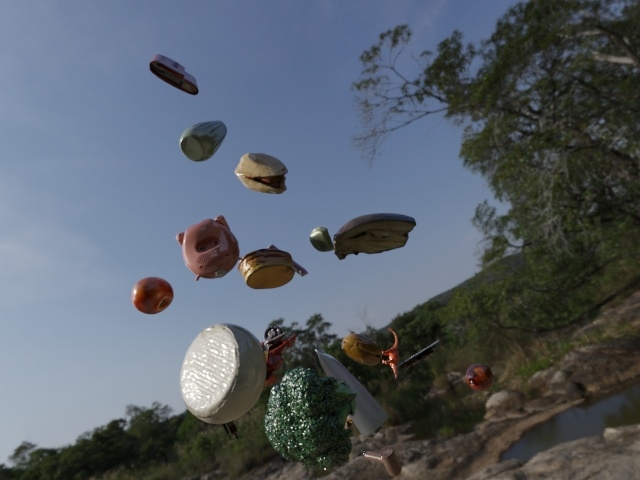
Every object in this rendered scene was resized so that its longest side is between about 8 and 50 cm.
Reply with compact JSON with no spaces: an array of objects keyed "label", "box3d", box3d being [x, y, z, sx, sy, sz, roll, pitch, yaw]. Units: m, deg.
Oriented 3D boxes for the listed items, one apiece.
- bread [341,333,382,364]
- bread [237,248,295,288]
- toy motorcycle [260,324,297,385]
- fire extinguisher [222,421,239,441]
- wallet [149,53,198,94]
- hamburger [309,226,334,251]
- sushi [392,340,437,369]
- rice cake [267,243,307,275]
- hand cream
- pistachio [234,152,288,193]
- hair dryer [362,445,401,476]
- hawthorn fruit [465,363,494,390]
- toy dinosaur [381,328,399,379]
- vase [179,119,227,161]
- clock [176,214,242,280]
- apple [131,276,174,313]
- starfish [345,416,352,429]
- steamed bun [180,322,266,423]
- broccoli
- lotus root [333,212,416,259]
[{"label":"bread","box3d":[0.183,0.473,1.837,0.077,0.190,0.114,103,-168,-63]},{"label":"bread","box3d":[-0.251,0.132,2.002,0.270,0.142,0.195,-2,-42,-30]},{"label":"toy motorcycle","box3d":[-0.225,0.518,1.842,0.298,0.171,0.089,-62,-32,-20]},{"label":"fire extinguisher","box3d":[-0.375,0.731,1.703,0.035,0.173,0.049,-36,-16,15]},{"label":"wallet","box3d":[-0.430,-0.494,1.251,0.142,0.204,0.045,27,-73,-28]},{"label":"hamburger","box3d":[-0.002,0.003,1.707,0.084,0.054,0.121,-7,-50,28]},{"label":"sushi","box3d":[0.353,0.423,1.520,0.201,0.031,0.139,-35,-18,9]},{"label":"rice cake","box3d":[-0.182,0.111,2.318,0.049,0.270,0.055,-52,-1,7]},{"label":"hand cream","box3d":[0.100,0.549,1.560,0.118,0.358,0.185,-40,-18,-1]},{"label":"pistachio","box3d":[-0.220,-0.255,1.623,0.157,0.230,0.157,-39,-41,-43]},{"label":"hair dryer","box3d":[0.256,0.943,1.825,0.182,0.117,0.064,-12,18,44]},{"label":"hawthorn fruit","box3d":[0.727,0.637,1.944,0.140,0.125,0.125,-45,-15,-8]},{"label":"toy dinosaur","box3d":[0.328,0.524,1.970,0.102,0.279,0.055,7,-43,-13]},{"label":"vase","box3d":[-0.421,-0.381,1.568,0.128,0.128,0.248,-33,18,28]},{"label":"clock","box3d":[-0.442,0.041,1.703,0.227,0.241,0.142,-25,-28,-9]},{"label":"apple","box3d":[-0.676,0.224,1.708,0.163,0.139,0.163,-56,-21,-35]},{"label":"starfish","box3d":[0.106,0.790,1.877,0.062,0.235,0.277,20,-16,-14]},{"label":"steamed bun","box3d":[-0.356,0.517,1.643,0.375,0.374,0.241,-32,-42,25]},{"label":"broccoli","box3d":[-0.016,0.502,1.201,0.275,0.307,0.308,-8,-22,-30]},{"label":"lotus root","box3d":[0.201,-0.041,1.650,0.315,0.141,0.210,-4,-46,-5]}]
